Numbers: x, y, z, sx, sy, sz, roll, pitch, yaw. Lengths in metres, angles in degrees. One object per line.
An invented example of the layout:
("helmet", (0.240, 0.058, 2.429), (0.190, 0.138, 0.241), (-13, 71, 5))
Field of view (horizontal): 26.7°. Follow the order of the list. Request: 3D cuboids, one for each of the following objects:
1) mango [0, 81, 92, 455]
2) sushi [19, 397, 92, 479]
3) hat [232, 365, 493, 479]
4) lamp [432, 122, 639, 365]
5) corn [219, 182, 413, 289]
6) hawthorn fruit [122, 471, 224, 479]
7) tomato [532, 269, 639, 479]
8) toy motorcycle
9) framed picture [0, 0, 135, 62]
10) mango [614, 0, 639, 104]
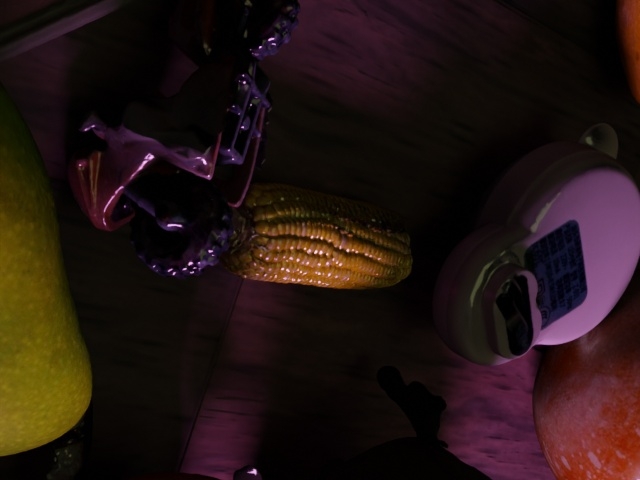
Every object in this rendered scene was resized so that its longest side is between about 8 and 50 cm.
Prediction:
("mango", (-0.223, -0.001, 0.684), (0.192, 0.156, 0.343), (-25, 134, 7))
("sushi", (-0.168, 0.122, 0.887), (0.046, 0.044, 0.083), (-14, 117, -42))
("hat", (0.024, 0.239, 1.081), (0.238, 0.209, 0.336), (-26, 163, -23))
("lamp", (0.182, 0.011, 1.171), (0.246, 0.108, 0.179), (-35, 124, -31))
("corn", (0.000, 0.000, 1.002), (0.203, 0.072, 0.072), (10, 98, -50))
("hawthorn fruit", (-0.123, 0.269, 0.877), (0.263, 0.231, 0.235), (2, 129, -8))
("tomato", (0.318, 0.141, 1.269), (0.223, 0.270, 0.270), (36, 77, -17))
("toy motorcycle", (-0.090, -0.083, 0.852), (0.084, 0.118, 0.212), (47, 57, -63))
("framed picture", (-0.201, -0.255, 0.716), (0.247, 0.022, 0.335), (-33, 128, -33))
("mango", (0.340, -0.238, 1.244), (0.157, 0.109, 0.262), (-5, 104, -36))
